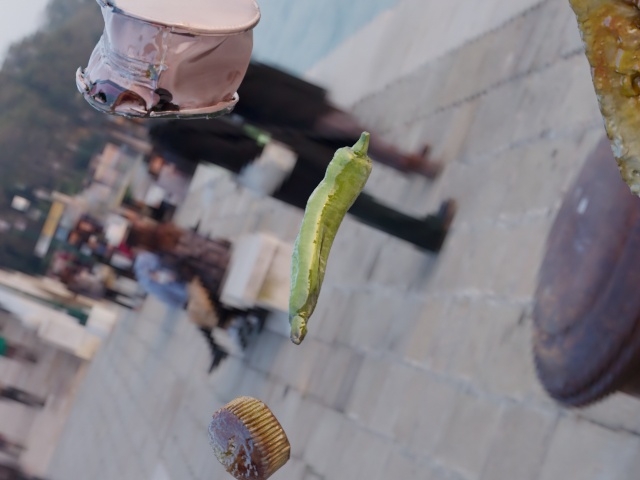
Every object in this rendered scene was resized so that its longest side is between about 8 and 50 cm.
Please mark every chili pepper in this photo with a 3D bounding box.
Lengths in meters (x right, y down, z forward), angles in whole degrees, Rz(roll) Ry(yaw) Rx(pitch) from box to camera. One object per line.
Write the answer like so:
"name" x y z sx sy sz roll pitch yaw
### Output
"chili pepper" -0.001 0.000 1.293 0.043 0.049 0.208 54 -130 -55

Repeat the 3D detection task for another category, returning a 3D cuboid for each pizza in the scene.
"pizza" 0.206 -0.182 0.991 0.229 0.081 0.289 28 -127 -63

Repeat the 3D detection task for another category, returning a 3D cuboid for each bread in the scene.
"bread" -0.073 0.194 1.424 0.053 0.085 0.085 -32 -15 -36

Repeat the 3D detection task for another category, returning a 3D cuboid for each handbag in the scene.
"handbag" -0.158 -0.198 1.538 0.205 0.179 0.116 -119 35 -64
